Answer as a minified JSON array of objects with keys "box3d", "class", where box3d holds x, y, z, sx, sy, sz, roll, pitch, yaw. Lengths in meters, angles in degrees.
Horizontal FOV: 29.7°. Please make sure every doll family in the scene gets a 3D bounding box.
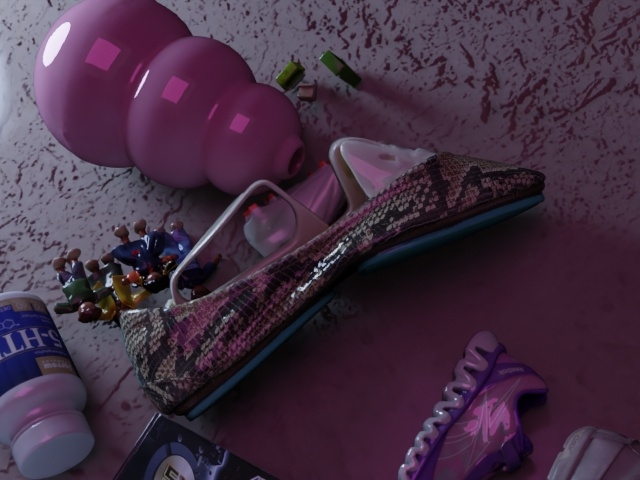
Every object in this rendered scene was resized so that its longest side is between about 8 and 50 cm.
[{"box3d":[-0.205,0.045,1.364,0.193,0.076,0.111,-28,55,-6],"class":"doll family"}]

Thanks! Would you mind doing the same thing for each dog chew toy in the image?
[{"box3d":[-0.165,-0.155,1.387,0.332,0.206,0.206,25,70,21],"class":"dog chew toy"}]

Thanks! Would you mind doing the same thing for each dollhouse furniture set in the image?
[{"box3d":[-0.025,-0.162,1.461,0.151,0.058,0.076,-47,69,8],"class":"dollhouse furniture set"}]

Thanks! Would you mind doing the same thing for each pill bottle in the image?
[{"box3d":[-0.318,0.158,1.306,0.112,0.112,0.186,-31,61,-5],"class":"pill bottle"}]

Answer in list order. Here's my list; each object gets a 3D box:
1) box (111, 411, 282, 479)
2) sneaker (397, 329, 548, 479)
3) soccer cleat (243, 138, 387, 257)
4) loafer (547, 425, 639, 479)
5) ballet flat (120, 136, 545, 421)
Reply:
[{"box3d":[-0.124,0.283,1.215,0.180,0.077,0.147,25,70,23],"class":"box"},{"box3d":[0.151,0.206,1.190,0.105,0.095,0.236,26,70,16],"class":"sneaker"},{"box3d":[0.002,-0.045,1.376,0.196,0.068,0.076,-33,89,-13],"class":"soccer cleat"},{"box3d":[0.229,0.320,1.097,0.112,0.112,0.319,17,67,29],"class":"loafer"},{"box3d":[0.000,0.000,1.277,0.483,0.164,0.182,-32,86,-3],"class":"ballet flat"}]
